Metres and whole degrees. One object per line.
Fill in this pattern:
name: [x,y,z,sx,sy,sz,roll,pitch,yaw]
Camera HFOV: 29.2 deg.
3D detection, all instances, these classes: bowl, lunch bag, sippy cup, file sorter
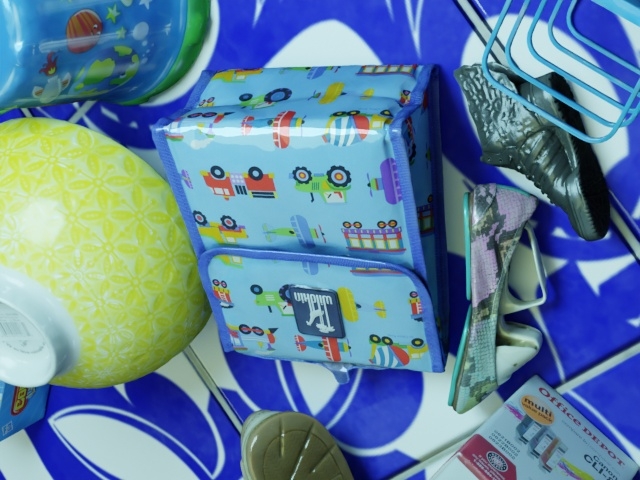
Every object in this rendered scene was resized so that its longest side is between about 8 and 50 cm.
bowl: [-0.260,0.045,1.164,0.289,0.156,0.290,15,132,17]
lunch bag: [0.000,0.000,1.111,0.220,0.138,0.293,1,121,19]
sippy cup: [-0.260,-0.221,1.135,0.240,0.224,0.306,23,119,25]
file sorter: [0.210,-0.155,0.885,0.118,0.170,0.105,34,125,18]

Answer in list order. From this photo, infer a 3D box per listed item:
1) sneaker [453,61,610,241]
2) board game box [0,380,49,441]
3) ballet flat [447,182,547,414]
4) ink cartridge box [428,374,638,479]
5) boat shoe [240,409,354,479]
sneaker: [0.174,-0.074,1.015,0.089,0.051,0.170,-16,94,37]
board game box: [-0.438,0.031,1.434,0.308,0.086,0.302,30,122,21]
ballet flat: [0.156,0.058,1.068,0.079,0.077,0.222,6,112,11]
ink cartridge box: [0.165,0.224,1.054,0.128,0.176,0.127,43,123,12]
boat shoe: [0.014,0.326,1.245,0.341,0.121,0.110,70,164,-4]
